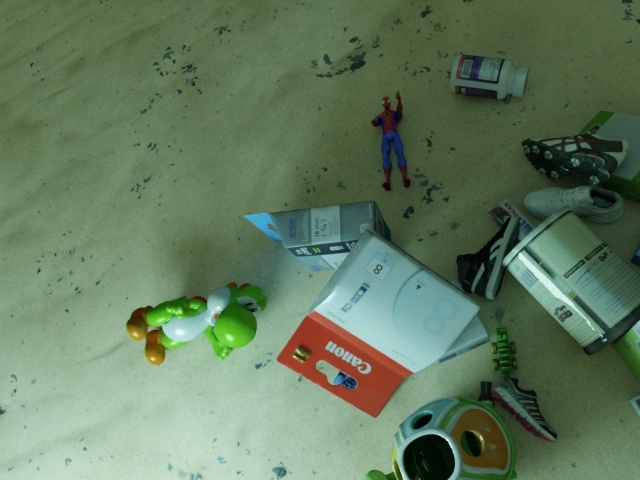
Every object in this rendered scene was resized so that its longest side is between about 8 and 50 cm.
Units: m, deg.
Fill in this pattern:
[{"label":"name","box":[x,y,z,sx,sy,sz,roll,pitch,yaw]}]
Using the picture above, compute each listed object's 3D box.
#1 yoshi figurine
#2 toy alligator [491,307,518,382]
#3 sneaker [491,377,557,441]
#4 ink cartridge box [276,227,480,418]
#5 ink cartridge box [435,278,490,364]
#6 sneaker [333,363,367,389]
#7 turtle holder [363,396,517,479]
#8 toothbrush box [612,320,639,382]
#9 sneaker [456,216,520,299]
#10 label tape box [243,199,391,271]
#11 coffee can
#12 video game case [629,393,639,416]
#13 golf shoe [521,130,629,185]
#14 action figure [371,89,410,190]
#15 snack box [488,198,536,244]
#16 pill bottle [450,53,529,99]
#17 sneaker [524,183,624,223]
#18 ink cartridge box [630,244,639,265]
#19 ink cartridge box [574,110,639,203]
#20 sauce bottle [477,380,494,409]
[{"label":"yoshi figurine","box":[-0.316,0.229,1.577,0.362,0.203,0.202,-18,83,7]},{"label":"toy alligator","box":[0.436,0.247,1.418,0.056,0.051,0.189,-5,70,14]},{"label":"sneaker","box":[0.476,0.380,1.353,0.075,0.063,0.170,-42,73,-15]},{"label":"ink cartridge box","box":[0.128,0.212,1.373,0.308,0.091,0.385,33,96,-14]},{"label":"ink cartridge box","box":[0.317,0.202,1.486,0.146,0.045,0.179,-26,48,6]},{"label":"sneaker","box":[0.112,0.281,1.493,0.232,0.081,0.090,-43,46,2]},{"label":"turtle holder","box":[0.246,0.462,1.291,0.320,0.227,0.243,-5,77,32]},{"label":"toothbrush box","box":[0.749,0.193,1.222,0.206,0.283,0.122,-31,66,4]},{"label":"sneaker","box":[0.407,0.029,1.481,0.121,0.079,0.216,16,78,33]},{"label":"label tape box","box":[0.000,0.000,1.530,0.334,0.240,0.105,-6,71,15]},{"label":"coffee can","box":[0.580,0.087,1.338,0.201,0.201,0.275,-40,71,0]},{"label":"video game case","box":[0.834,0.421,1.258,0.204,0.025,0.285,-29,66,5]},{"label":"golf shoe","box":[0.622,-0.213,1.470,0.120,0.105,0.273,-38,32,-12]},{"label":"action figure","box":[0.191,-0.295,1.641,0.092,0.139,0.280,-9,66,11]},{"label":"snack box","box":[0.508,-0.023,1.510,0.064,0.022,0.178,-37,66,2]},{"label":"pill bottle","box":[0.462,-0.445,1.628,0.194,0.108,0.108,14,75,20]},{"label":"sneaker","box":[0.622,-0.103,1.455,0.232,0.115,0.090,2,72,17]},{"label":"ink cartridge box","box":[0.834,0.041,1.373,0.181,0.061,0.104,30,82,24]},{"label":"ink cartridge box","box":[0.753,-0.214,1.479,0.189,0.097,0.255,-47,31,-3]},{"label":"sauce bottle","box":[0.385,0.394,1.387,0.042,0.042,0.128,-2,70,15]}]
